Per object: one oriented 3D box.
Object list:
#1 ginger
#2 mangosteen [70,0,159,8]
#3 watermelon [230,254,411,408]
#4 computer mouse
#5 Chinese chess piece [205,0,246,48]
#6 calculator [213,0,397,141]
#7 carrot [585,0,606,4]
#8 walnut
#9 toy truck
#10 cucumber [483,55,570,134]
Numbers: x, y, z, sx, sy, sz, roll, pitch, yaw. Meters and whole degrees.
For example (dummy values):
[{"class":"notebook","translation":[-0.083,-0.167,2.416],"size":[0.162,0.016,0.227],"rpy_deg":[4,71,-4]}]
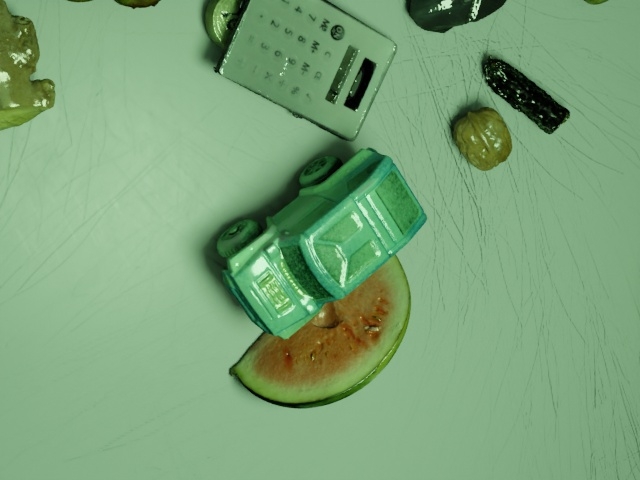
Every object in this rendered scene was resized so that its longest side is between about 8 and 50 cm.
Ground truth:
[{"class":"ginger","translation":[-0.404,-0.231,1.339],"size":[0.137,0.074,0.213],"rpy_deg":[-32,107,-17]},{"class":"mangosteen","translation":[-0.242,-0.380,1.307],"size":[0.275,0.275,0.302],"rpy_deg":[-39,151,-15]},{"class":"watermelon","translation":[0.037,0.152,1.643],"size":[0.303,0.159,0.128],"rpy_deg":[-43,154,-11]},{"class":"computer mouse","translation":[0.209,-0.364,1.624],"size":[0.192,0.062,0.106],"rpy_deg":[-29,113,-17]},{"class":"Chinese chess piece","translation":[-0.111,-0.291,1.493],"size":[0.084,0.034,0.084],"rpy_deg":[-6,105,-25]},{"class":"calculator","translation":[-0.013,-0.247,1.538],"size":[0.261,0.021,0.161],"rpy_deg":[22,93,-38]},{"class":"carrot","translation":[0.522,-0.495,1.751],"size":[0.358,0.074,0.074],"rpy_deg":[-45,116,-14]},{"class":"walnut","translation":[0.240,-0.152,1.677],"size":[0.079,0.082,0.096],"rpy_deg":[-28,117,11]},{"class":"toy truck","translation":[0.000,0.000,1.540],"size":[0.279,0.156,0.155],"rpy_deg":[-40,112,-15]},{"class":"cucumber","translation":[0.311,-0.221,1.715],"size":[0.181,0.053,0.053],"rpy_deg":[35,84,-26]}]
